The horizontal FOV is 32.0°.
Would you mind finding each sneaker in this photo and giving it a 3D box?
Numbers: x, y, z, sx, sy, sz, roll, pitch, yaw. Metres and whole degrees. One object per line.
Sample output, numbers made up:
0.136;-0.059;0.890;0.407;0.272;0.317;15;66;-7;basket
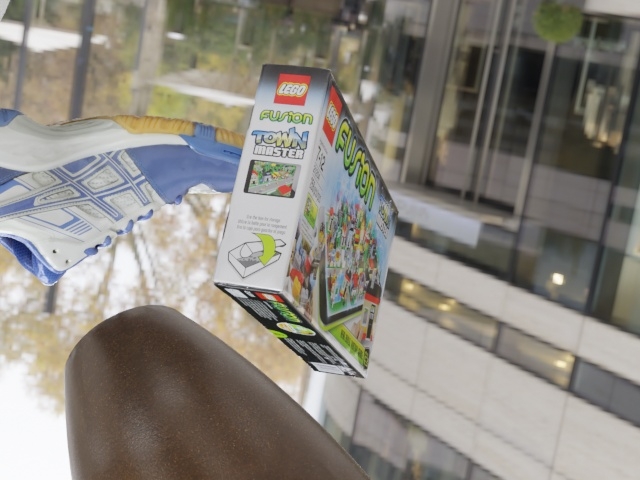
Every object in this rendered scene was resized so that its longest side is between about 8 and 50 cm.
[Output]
-0.187;-0.033;0.861;0.296;0.131;0.112;-2;-179;-27;sneaker

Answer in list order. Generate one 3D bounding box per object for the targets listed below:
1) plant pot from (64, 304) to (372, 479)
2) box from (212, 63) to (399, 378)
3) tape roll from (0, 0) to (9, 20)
-0.097;0.165;0.830;0.215;0.215;0.230;1;-140;-42;plant pot
0.000;0.000;0.613;0.036;0.114;0.207;8;165;16;box
-0.419;-0.288;1.049;0.100;0.286;0.286;17;-168;27;tape roll
